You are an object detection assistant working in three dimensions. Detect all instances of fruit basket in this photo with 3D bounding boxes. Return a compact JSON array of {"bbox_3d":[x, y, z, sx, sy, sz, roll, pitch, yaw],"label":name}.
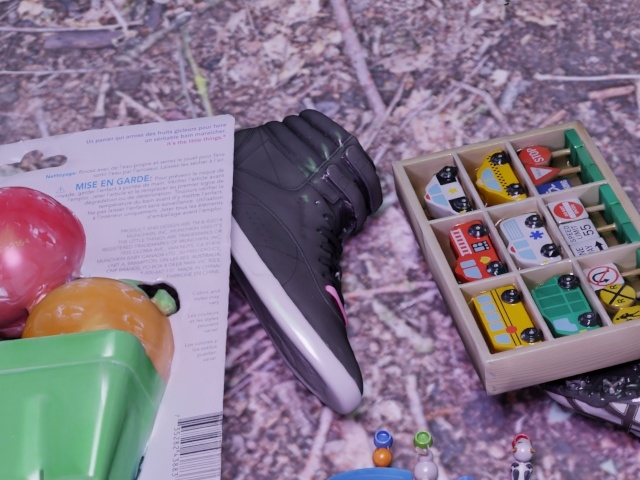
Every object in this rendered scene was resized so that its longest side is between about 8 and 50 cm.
[{"bbox_3d":[-0.223,0.068,1.403,0.327,0.165,0.353,-7,49,9],"label":"fruit basket"}]

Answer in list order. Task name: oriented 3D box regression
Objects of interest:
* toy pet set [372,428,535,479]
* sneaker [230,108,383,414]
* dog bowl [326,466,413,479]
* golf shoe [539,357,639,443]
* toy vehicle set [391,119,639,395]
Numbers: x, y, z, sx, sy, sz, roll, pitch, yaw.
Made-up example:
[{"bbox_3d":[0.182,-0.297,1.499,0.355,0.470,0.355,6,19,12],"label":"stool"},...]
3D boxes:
[{"bbox_3d":[0.098,0.176,1.365,0.122,0.065,0.114,0,54,4],"label":"toy pet set"},{"bbox_3d":[0.000,0.000,1.473,0.147,0.104,0.296,-26,52,-9],"label":"sneaker"},{"bbox_3d":[0.114,0.246,1.243,0.297,0.074,0.166,11,36,-19],"label":"dog bowl"},{"bbox_3d":[0.251,0.133,1.384,0.198,0.094,0.077,8,36,41],"label":"golf shoe"},{"bbox_3d":[0.170,0.006,1.457,0.166,0.035,0.267,-14,38,-6],"label":"toy vehicle set"}]
